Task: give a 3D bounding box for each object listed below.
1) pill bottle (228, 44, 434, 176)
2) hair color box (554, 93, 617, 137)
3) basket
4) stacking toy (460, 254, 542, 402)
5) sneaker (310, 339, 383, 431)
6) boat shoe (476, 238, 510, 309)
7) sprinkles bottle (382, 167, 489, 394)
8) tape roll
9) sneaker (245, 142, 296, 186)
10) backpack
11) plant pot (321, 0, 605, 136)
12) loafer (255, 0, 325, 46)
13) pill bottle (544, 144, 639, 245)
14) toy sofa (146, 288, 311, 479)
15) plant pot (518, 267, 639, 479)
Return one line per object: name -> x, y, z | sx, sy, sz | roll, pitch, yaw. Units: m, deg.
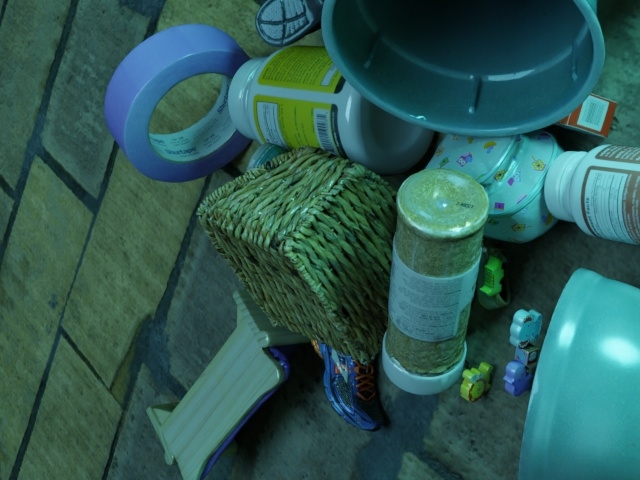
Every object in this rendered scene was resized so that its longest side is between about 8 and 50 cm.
pill bottle -> 0.008, -0.210, 1.883 | 0.334, 0.188, 0.188 | 15, 99, 48
hair color box -> 0.300, -0.184, 1.615 | 0.167, 0.093, 0.053 | 23, 100, 48
basket -> 0.000, 0.000, 1.788 | 0.223, 0.299, 0.213 | 20, 63, 44
stacking toy -> 0.270, 0.151, 1.627 | 0.167, 0.052, 0.221 | 29, 124, 45
sneaker -> 0.050, 0.197, 1.895 | 0.087, 0.083, 0.221 | -37, 64, 33
boat shoe -> 0.246, 0.030, 1.704 | 0.045, 0.050, 0.135 | -7, 93, 45
sprinkles bottle -> 0.151, 0.065, 1.632 | 0.121, 0.121, 0.355 | 55, 157, 36
tape roll -> -0.233, -0.236, 2.095 | 0.090, 0.275, 0.275 | 51, 124, 37
sneaker -> -0.028, -0.028, 1.902 | 0.121, 0.108, 0.302 | 19, 145, 31
backpack -> 0.243, -0.086, 1.626 | 0.188, 0.144, 0.166 | 17, 65, 41
plant pot -> 0.204, -0.365, 1.523 | 0.341, 0.341, 0.334 | -25, 40, 46
loafer -> 0.037, -0.403, 1.901 | 0.302, 0.095, 0.109 | -26, 89, 18
pill bottle -> 0.389, -0.056, 1.485 | 0.216, 0.121, 0.121 | 13, 98, 49
toy sofa -> -0.132, 0.253, 2.045 | 0.362, 0.150, 0.177 | -53, 56, 33
plant pot -> 0.369, 0.194, 1.404 | 0.196, 0.293, 0.293 | 12, 98, 23
